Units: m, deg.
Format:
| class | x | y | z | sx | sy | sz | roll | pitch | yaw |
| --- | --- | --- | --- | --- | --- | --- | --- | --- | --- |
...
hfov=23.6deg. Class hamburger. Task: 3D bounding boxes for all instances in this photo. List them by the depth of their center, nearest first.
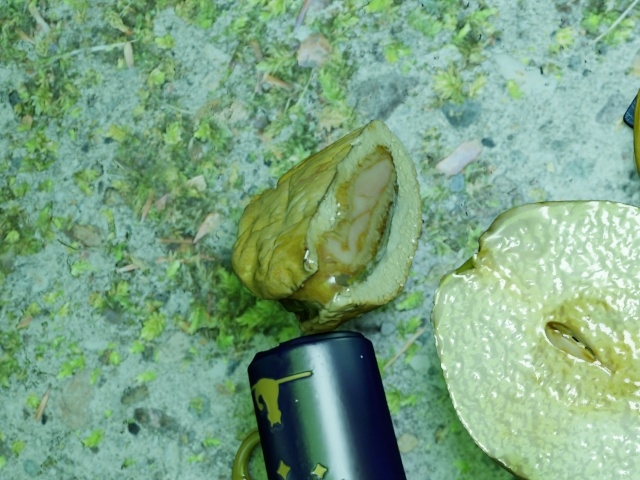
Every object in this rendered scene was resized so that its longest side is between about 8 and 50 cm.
| class | x | y | z | sx | sy | sz | roll | pitch | yaw |
| --- | --- | --- | --- | --- | --- | --- | --- | --- | --- |
| hamburger | -0.003 | -0.001 | 1.921 | 0.209 | 0.330 | 0.162 | -26 | 116 | 35 |

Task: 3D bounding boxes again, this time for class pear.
| class | x | y | z | sx | sy | sz | roll | pitch | yaw |
| --- | --- | --- | --- | --- | --- | --- | --- | --- | --- |
| pear | 0.332 | 0.135 | 1.790 | 0.386 | 0.191 | 0.340 | 43 | 97 | 18 |

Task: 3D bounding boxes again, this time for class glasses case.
| class | x | y | z | sx | sy | sz | roll | pitch | yaw |
| --- | --- | --- | --- | --- | --- | --- | --- | --- | --- |
| glasses case | 0.408 | -0.173 | 1.897 | 0.033 | 0.023 | 0.083 | 34 | 93 | 40 |

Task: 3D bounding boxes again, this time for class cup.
| class | x | y | z | sx | sy | sz | roll | pitch | yaw |
| --- | --- | --- | --- | --- | --- | --- | --- | --- | --- |
| cup | -0.027 | 0.264 | 1.911 | 0.255 | 0.178 | 0.256 | -18 | 75 | 15 |

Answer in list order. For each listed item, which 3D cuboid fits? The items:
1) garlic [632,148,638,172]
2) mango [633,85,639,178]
| class | x | y | z | sx | sy | sz | roll | pitch | yaw |
| --- | --- | --- | --- | --- | --- | --- | --- | --- | --- |
| garlic | 0.411 | -0.099 | 1.878 | 0.041 | 0.053 | 0.083 | -38 | 70 | 58 |
| mango | 0.448 | -0.099 | 1.801 | 0.109 | 0.157 | 0.262 | -42 | 53 | 53 |
